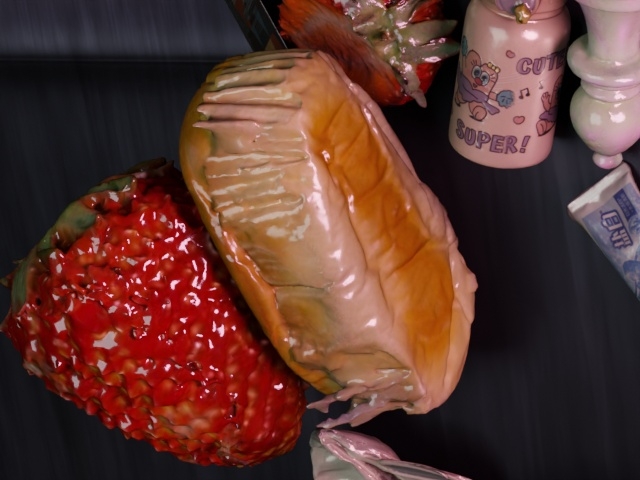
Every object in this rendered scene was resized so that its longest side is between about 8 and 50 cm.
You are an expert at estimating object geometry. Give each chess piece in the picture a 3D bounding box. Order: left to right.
[{"bbox_3d":[0.251,-0.172,1.672,0.139,0.139,0.271,32,143,33],"label":"chess piece"}]

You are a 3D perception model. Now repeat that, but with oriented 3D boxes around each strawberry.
[{"bbox_3d":[-0.148,0.097,1.969,0.343,0.292,0.292,47,140,-2],"label":"strawberry"},{"bbox_3d":[0.048,-0.203,1.893,0.174,0.098,0.228,48,162,-4],"label":"strawberry"}]

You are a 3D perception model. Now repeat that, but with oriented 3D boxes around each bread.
[{"bbox_3d":[0.006,-0.005,1.910,0.183,0.236,0.388,-10,113,35],"label":"bread"}]

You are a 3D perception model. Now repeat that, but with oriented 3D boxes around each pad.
[{"bbox_3d":[-0.068,-0.224,2.022,0.211,0.003,0.143,61,168,4],"label":"pad"}]

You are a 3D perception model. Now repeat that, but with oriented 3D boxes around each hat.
[{"bbox_3d":[0.097,0.291,2.116,0.226,0.164,0.219,-1,109,6],"label":"hat"}]

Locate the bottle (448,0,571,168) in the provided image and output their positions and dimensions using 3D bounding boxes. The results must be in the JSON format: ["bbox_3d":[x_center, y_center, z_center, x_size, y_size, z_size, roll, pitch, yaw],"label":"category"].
[{"bbox_3d":[0.172,-0.172,1.750,0.097,0.110,0.209,11,123,9],"label":"bottle"}]

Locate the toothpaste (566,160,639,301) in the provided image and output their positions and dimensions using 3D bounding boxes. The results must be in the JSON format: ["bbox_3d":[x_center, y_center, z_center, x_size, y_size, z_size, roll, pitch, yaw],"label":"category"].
[{"bbox_3d":[0.321,0.057,1.762,0.268,0.047,0.069,58,153,13],"label":"toothpaste"}]
